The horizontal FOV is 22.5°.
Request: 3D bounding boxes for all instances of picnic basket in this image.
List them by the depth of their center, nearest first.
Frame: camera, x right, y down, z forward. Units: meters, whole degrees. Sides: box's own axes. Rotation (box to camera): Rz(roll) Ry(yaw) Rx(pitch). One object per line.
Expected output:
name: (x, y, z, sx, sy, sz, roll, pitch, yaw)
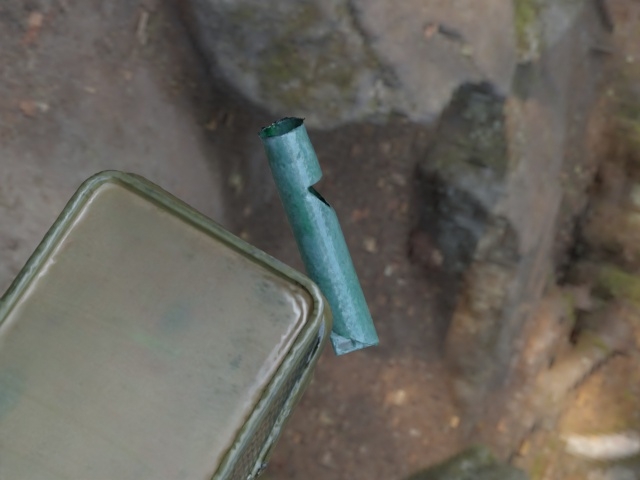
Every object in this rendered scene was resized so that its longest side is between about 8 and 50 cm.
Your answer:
picnic basket: (-0.119, 0.107, 0.899, 0.266, 0.165, 0.139, -59, 172, -17)

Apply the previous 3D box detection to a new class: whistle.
whistle: (0.000, 0.000, 1.186, 0.039, 0.039, 0.186, -37, 117, -42)
